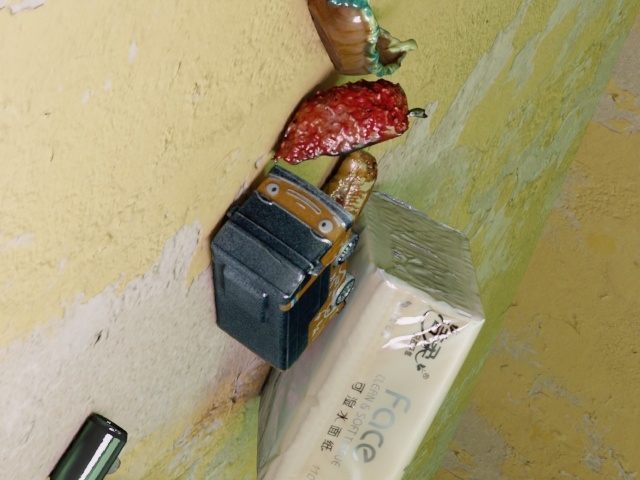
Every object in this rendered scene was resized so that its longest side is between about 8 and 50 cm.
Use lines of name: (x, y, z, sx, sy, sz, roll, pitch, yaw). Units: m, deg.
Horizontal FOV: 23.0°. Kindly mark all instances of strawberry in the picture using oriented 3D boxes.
strawberry: (0.032, -0.154, 1.967, 0.140, 0.192, 0.085, -59, 136, -74)

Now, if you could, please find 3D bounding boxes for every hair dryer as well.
hair dryer: (-0.274, 0.273, 1.974, 0.100, 0.057, 0.197, -56, 172, -5)

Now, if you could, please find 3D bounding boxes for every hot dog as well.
hot dog: (0.000, 0.000, 2.225, 0.289, 0.068, 0.083, -62, 170, 11)

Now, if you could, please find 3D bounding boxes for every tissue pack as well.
tissue pack: (0.067, 0.178, 2.328, 0.332, 0.205, 0.405, -89, -157, -67)

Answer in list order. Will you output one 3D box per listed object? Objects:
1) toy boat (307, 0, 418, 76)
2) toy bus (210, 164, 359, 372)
toy boat: (0.048, -0.243, 1.855, 0.099, 0.108, 0.293, -31, 166, 7)
toy bus: (-0.050, 0.041, 2.025, 0.167, 0.138, 0.275, -49, 165, -22)
